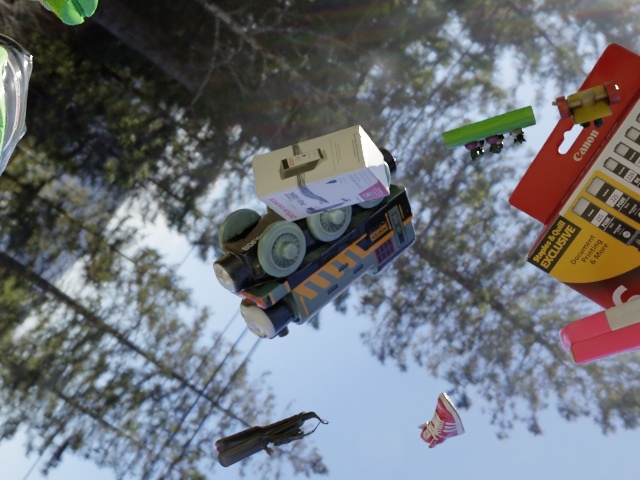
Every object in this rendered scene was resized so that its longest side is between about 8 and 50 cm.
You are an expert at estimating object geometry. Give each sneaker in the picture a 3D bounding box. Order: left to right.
[{"bbox_3d":[-0.541,-0.131,1.159,0.483,0.185,0.202,-33,-155,44],"label":"sneaker"},{"bbox_3d":[0.177,0.276,1.157,0.067,0.118,0.042,-26,-132,0],"label":"sneaker"}]

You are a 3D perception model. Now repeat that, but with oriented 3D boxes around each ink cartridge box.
[{"bbox_3d":[0.001,-0.075,0.898,0.135,0.099,0.056,-15,-110,17],"label":"ink cartridge box"},{"bbox_3d":[0.433,-0.072,1.069,0.130,0.272,0.309,-44,163,-52],"label":"ink cartridge box"}]

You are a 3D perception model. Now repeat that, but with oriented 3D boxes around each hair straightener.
[{"bbox_3d":[-0.092,0.397,1.502,0.231,0.047,0.089,-16,-153,-5],"label":"hair straightener"}]

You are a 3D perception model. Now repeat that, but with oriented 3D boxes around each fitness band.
[{"bbox_3d":[0.426,0.098,0.925,0.291,0.209,0.054,-39,-121,59],"label":"fitness band"}]

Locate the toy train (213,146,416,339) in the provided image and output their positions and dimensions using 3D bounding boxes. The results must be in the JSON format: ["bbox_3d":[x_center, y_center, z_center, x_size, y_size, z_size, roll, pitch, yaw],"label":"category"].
[{"bbox_3d":[0.000,0.000,1.110,0.334,0.190,0.142,-38,-147,-28],"label":"toy train"}]

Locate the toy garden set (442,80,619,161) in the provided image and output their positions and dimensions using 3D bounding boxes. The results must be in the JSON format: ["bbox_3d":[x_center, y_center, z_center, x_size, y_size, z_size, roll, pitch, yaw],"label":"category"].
[{"bbox_3d":[0.277,-0.148,0.997,0.204,0.049,0.244,-16,-177,18],"label":"toy garden set"}]

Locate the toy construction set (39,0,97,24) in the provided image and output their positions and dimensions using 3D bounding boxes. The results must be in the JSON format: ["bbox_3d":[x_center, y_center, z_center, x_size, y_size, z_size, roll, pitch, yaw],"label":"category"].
[{"bbox_3d":[-0.237,-0.208,0.410,0.328,0.151,0.215,1,137,-49],"label":"toy construction set"}]
